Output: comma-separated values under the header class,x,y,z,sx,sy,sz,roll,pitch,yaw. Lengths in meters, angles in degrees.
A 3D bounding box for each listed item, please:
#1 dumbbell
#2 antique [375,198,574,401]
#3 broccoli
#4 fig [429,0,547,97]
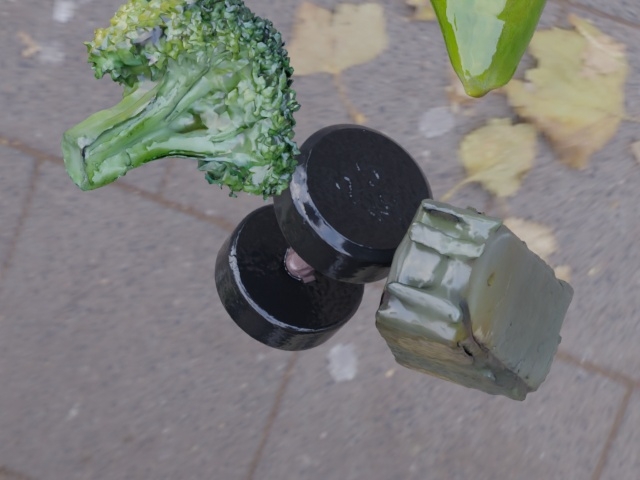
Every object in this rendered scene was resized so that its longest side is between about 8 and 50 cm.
class,x,y,z,sx,sy,sz,roll,pitch,yaw
dumbbell,0.000,0.000,1.797,0.152,0.152,0.218,49,143,6
antique,0.125,0.051,1.630,0.150,0.284,0.125,17,81,18
broccoli,-0.116,-0.102,1.402,0.194,0.220,0.194,3,53,-4
fig,0.104,-0.229,1.147,0.206,0.206,0.275,5,81,13
